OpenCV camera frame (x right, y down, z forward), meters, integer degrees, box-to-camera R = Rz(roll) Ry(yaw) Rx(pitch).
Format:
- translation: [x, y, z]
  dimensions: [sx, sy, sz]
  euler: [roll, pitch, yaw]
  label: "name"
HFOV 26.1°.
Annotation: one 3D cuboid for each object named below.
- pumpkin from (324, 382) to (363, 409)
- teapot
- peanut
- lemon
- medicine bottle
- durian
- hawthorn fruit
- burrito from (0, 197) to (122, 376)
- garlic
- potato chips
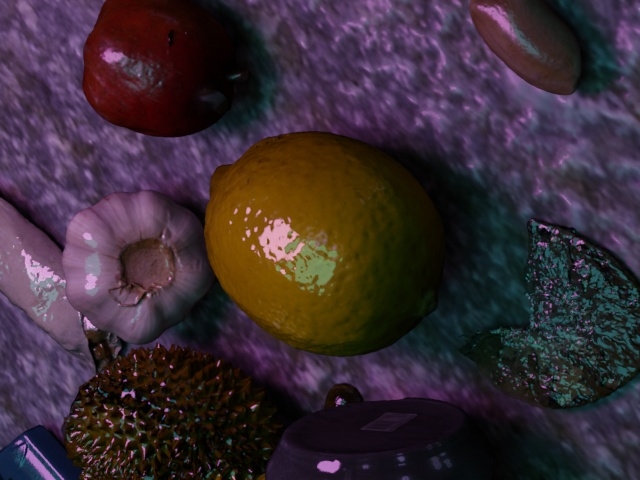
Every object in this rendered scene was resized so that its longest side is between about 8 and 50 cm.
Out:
- translation: [0.025, 0.221, 1.723]
  dimensions: [0.050, 0.028, 0.083]
  euler: [10, 112, 30]
  label: "pumpkin"
- translation: [0.080, 0.363, 1.565]
  dimensions: [0.253, 0.300, 0.344]
  euler: [-3, 100, 11]
  label: "teapot"
- translation: [0.217, -0.213, 1.447]
  dimensions: [0.152, 0.076, 0.076]
  euler: [49, 124, 8]
  label: "peanut"
- translation: [0.000, 0.000, 1.548]
  dimensions: [0.320, 0.245, 0.245]
  euler: [32, 118, 29]
  label: "lemon"
- translation: [-0.379, 0.377, 2.009]
  dimensions: [0.258, 0.079, 0.124]
  euler: [42, 119, 17]
  label: "medicine bottle"
- translation: [-0.180, 0.248, 1.734]
  dimensions: [0.293, 0.258, 0.258]
  euler: [-17, 93, 48]
  label: "durian"
- translation: [-0.182, -0.212, 1.662]
  dimensions: [0.202, 0.185, 0.185]
  euler: [12, 110, 15]
  label: "hawthorn fruit"
- translation: [-0.421, 0.028, 1.949]
  dimensions: [0.392, 0.076, 0.117]
  euler: [43, 116, 15]
  label: "burrito"
- translation: [-0.252, 0.033, 1.809]
  dimensions: [0.226, 0.199, 0.199]
  euler: [3, 107, 68]
  label: "garlic"
- translation: [0.257, 0.095, 1.531]
  dimensions: [0.202, 0.029, 0.220]
  euler: [47, 122, 12]
  label: "potato chips"
